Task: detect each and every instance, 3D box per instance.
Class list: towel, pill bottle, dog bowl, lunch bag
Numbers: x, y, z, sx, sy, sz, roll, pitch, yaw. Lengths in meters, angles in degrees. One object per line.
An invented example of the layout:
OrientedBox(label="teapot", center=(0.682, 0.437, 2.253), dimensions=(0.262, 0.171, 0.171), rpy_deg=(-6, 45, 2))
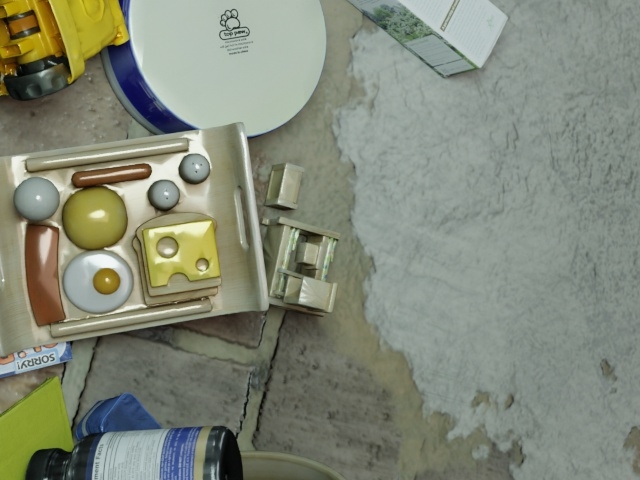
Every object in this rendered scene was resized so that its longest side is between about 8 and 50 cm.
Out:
OrientedBox(label="towel", center=(-0.344, 0.238, 1.199), dimensions=(0.237, 0.021, 0.102), rpy_deg=(-41, 128, -63))
OrientedBox(label="pill bottle", center=(-0.201, 0.268, 1.211), dimensions=(0.219, 0.123, 0.122), rpy_deg=(-5, 91, 8))
OrientedBox(label="dog bowl", center=(-0.129, -0.249, 1.363), dimensions=(0.265, 0.104, 0.265), rpy_deg=(1, 88, -29))
OrientedBox(label="lunch bag", center=(-0.234, 0.233, 1.315), dimensions=(0.098, 0.065, 0.067), rpy_deg=(55, 46, -18))

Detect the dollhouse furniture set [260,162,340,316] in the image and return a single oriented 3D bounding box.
OrientedBox(label="dollhouse furniture set", center=(0.000, 0.000, 1.394), dimensions=(0.101, 0.161, 0.182), rpy_deg=(15, 82, -28))

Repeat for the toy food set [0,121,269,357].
OrientedBox(label="toy food set", center=(-0.220, -0.004, 1.237), dimensions=(0.306, 0.092, 0.219), rpy_deg=(-9, 93, -11))

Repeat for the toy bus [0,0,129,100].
OrientedBox(label="toy bus", center=(-0.323, -0.252, 1.231), dimensions=(0.211, 0.220, 0.149), rpy_deg=(-48, 127, -53))

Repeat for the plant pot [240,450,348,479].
OrientedBox(label="plant pot", center=(-0.095, 0.444, 1.277), dimensions=(0.323, 0.323, 0.280), rpy_deg=(-18, 115, -28))

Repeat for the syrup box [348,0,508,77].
OrientedBox(label="syrup box", center=(0.129, -0.330, 1.513), dimensions=(0.237, 0.093, 0.096), rpy_deg=(35, 73, -23))

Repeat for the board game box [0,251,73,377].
OrientedBox(label="board game box", center=(-0.391, 0.092, 1.249), dimensions=(0.201, 0.035, 0.136), rpy_deg=(-13, 95, -29))
